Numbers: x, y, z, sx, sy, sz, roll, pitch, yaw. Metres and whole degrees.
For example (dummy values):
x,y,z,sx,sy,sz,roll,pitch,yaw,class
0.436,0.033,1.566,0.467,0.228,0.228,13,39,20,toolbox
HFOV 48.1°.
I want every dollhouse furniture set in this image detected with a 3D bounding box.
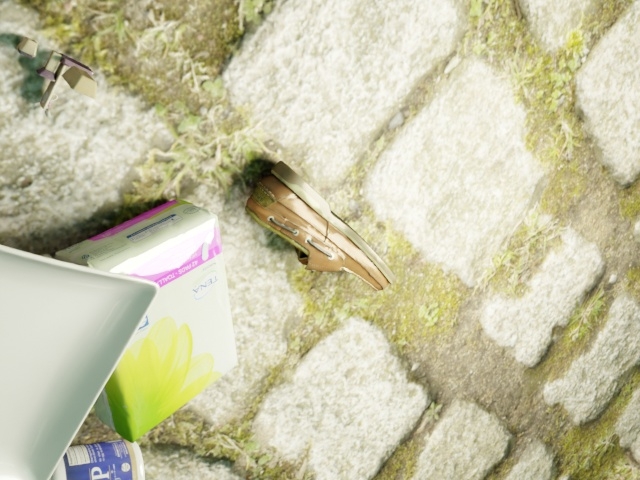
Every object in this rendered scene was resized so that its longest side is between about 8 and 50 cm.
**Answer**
x,y,z,sx,sy,sz,roll,pitch,yaw,class
-0.336,-0.187,0.892,0.091,0.114,0.081,23,103,-39,dollhouse furniture set

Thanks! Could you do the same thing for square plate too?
x,y,z,sx,sy,sz,roll,pitch,yaw,class
-0.408,0.148,0.821,0.344,0.049,0.347,22,104,-46,square plate

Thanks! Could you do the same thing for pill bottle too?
x,y,z,sx,sy,sz,roll,pitch,yaw,class
-0.380,0.377,1.118,0.186,0.112,0.112,-1,111,-31,pill bottle

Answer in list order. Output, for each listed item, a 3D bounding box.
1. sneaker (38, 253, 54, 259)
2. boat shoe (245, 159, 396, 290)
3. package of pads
x,y,z,sx,sy,sz,roll,pitch,yaw,class
-0.420,0.128,0.999,0.115,0.090,0.232,6,106,-28,sneaker
0.000,0.000,1.192,0.104,0.111,0.307,-47,117,0,boat shoe
-0.239,0.108,1.051,0.229,0.101,0.296,-32,128,-43,package of pads
